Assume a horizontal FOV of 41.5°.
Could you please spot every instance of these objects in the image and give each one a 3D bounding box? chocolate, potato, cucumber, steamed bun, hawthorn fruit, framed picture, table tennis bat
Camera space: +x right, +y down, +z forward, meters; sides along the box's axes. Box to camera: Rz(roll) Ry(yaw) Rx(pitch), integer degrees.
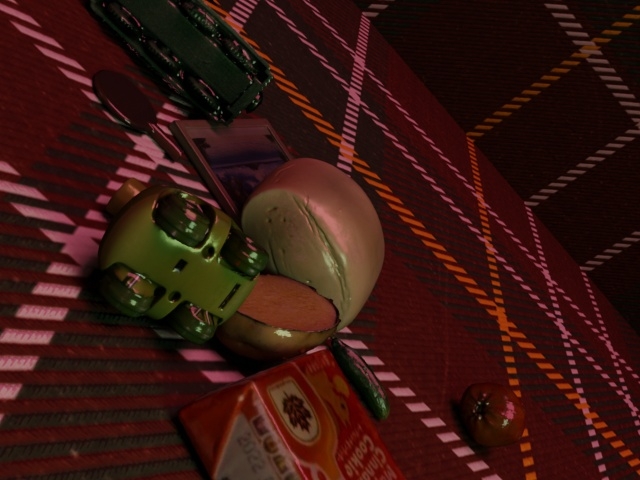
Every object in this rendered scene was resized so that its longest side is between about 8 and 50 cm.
[{"bbox_3d":[-0.018,0.251,0.977,0.235,0.108,0.237,60,22,12],"label":"chocolate"},{"bbox_3d":[-0.066,0.110,1.117,0.164,0.081,0.200,30,17,27],"label":"potato"},{"bbox_3d":[0.062,0.204,1.289,0.155,0.037,0.037,55,22,2],"label":"cucumber"},{"bbox_3d":[0.000,0.000,1.280,0.250,0.154,0.200,57,26,-10],"label":"steamed bun"},{"bbox_3d":[0.312,0.313,1.523,0.128,0.128,0.128,42,25,-25],"label":"hawthorn fruit"},{"bbox_3d":[-0.107,-0.108,1.427,0.232,0.024,0.315,56,23,6],"label":"framed picture"},{"bbox_3d":[-0.229,-0.213,1.220,0.170,0.119,0.107,47,24,-10],"label":"table tennis bat"}]

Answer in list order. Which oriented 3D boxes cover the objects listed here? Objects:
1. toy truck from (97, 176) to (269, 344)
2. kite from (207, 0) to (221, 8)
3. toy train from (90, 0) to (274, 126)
[{"bbox_3d":[-0.168,0.014,1.000,0.187,0.148,0.210,35,5,-21],"label":"toy truck"},{"bbox_3d":[-0.240,-0.442,1.386,0.190,0.010,0.159,37,0,-18],"label":"kite"},{"bbox_3d":[-0.225,-0.338,1.400,0.330,0.138,0.178,43,9,-13],"label":"toy train"}]
